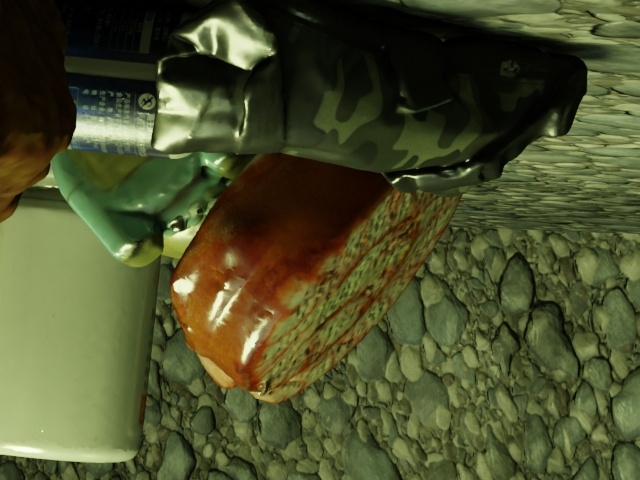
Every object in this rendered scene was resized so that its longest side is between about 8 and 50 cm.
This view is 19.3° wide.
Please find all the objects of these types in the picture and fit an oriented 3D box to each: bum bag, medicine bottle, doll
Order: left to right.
[{"bbox_3d":[-0.273,0.037,1.962,0.211,0.371,0.211,5,176,0],"label":"medicine bottle"},{"bbox_3d":[-0.140,-0.114,1.335,0.192,0.107,0.107,6,177,-1],"label":"medicine bottle"},{"bbox_3d":[-0.119,-0.066,1.644,0.161,0.177,0.261,49,-171,15],"label":"doll"},{"bbox_3d":[0.033,-0.098,1.295,0.340,0.095,0.144,7,137,-37],"label":"bum bag"}]

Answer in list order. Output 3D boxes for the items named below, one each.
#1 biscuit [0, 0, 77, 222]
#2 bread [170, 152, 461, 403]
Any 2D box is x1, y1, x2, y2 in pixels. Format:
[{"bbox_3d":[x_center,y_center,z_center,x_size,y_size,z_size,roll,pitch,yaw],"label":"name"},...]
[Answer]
[{"bbox_3d":[-0.355,-0.042,1.125,0.395,0.166,0.343,-27,170,8],"label":"biscuit"},{"bbox_3d":[0.002,-0.003,1.599,0.114,0.295,0.327,41,171,15],"label":"bread"}]
